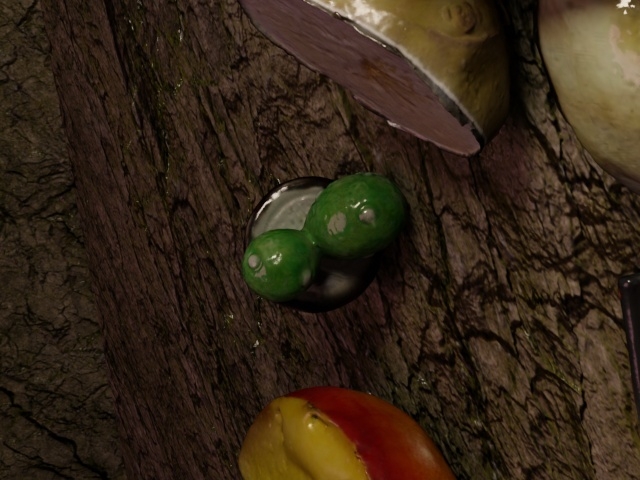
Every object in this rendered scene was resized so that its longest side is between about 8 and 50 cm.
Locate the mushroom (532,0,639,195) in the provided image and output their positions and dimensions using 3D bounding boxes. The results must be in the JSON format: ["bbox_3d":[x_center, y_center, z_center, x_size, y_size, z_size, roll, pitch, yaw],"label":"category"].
[{"bbox_3d":[0.282,-0.136,1.159,0.164,0.190,0.267,-155,49,-66],"label":"mushroom"}]

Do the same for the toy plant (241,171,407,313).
[{"bbox_3d":[0.000,0.000,1.968,0.175,0.218,0.235,57,175,-2],"label":"toy plant"}]

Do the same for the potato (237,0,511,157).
[{"bbox_3d":[0.088,-0.240,1.570,0.300,0.196,0.246,36,173,8],"label":"potato"}]

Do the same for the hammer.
[{"bbox_3d":[0.316,0.170,1.517,0.111,0.033,0.287,-82,-17,-78],"label":"hammer"}]

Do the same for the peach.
[{"bbox_3d":[0.069,0.366,2.031,0.306,0.242,0.380,-57,38,38],"label":"peach"}]
